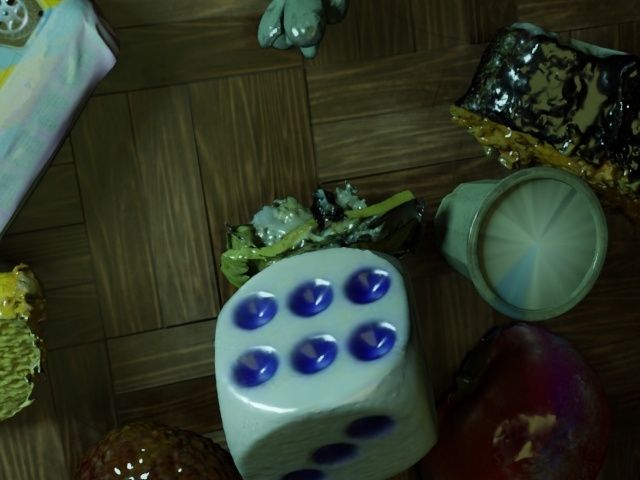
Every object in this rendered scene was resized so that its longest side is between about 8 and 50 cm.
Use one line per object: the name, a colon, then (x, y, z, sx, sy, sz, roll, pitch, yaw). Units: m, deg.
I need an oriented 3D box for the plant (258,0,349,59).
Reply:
plant: (-0.019, -0.379, 1.332, 0.149, 0.146, 0.275, 11, 95, -5)

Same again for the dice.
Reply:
dice: (0.011, 0.174, 1.340, 0.259, 0.243, 0.251, -12, 144, 5)

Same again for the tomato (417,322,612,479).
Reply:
tomato: (0.325, 0.308, 1.536, 0.289, 0.176, 0.335, 41, 86, -21)

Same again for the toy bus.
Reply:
toy bus: (-0.396, -0.157, 1.262, 0.162, 0.171, 0.386, 32, 89, -28)

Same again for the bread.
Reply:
bread: (-0.426, 0.115, 1.286, 0.160, 0.261, 0.147, 1, 55, -15)

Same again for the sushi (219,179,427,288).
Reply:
sushi: (0.002, 0.006, 1.423, 0.290, 0.139, 0.131, -16, 59, -18)

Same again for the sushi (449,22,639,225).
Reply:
sushi: (0.370, -0.167, 1.441, 0.348, 0.234, 0.208, 24, 92, -13)

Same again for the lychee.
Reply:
lychee: (-0.215, 0.368, 1.362, 0.260, 0.260, 0.261, -3, 100, -15)

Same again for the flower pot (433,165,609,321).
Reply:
flower pot: (0.270, -0.010, 1.449, 0.212, 0.202, 0.212, -2, 100, -14)
